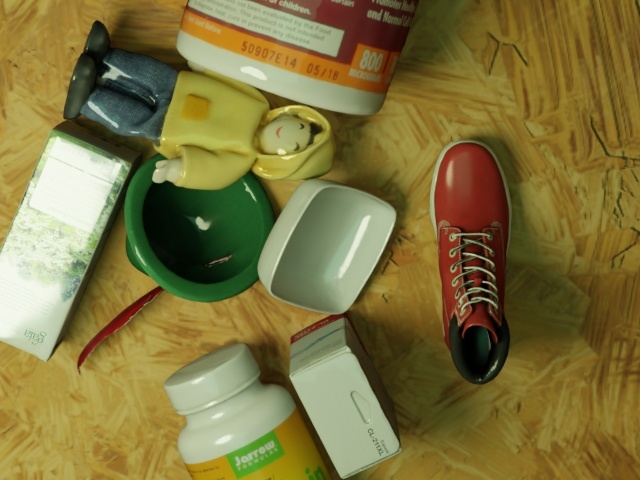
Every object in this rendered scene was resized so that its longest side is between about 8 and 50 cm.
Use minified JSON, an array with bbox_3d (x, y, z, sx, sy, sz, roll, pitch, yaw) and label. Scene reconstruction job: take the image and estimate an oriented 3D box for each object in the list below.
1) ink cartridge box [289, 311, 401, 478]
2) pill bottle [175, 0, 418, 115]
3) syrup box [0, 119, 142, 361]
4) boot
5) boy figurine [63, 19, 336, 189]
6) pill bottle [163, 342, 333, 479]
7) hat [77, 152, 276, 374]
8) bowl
[{"bbox_3d":[0.024,0.160,1.859,0.072,0.175,0.127,-26,99,4],"label":"ink cartridge box"},{"bbox_3d":[0.016,-0.340,1.745,0.224,0.224,0.392,18,100,-3],"label":"pill bottle"},{"bbox_3d":[-0.282,0.000,1.870,0.093,0.096,0.236,24,100,-2],"label":"syrup box"},{"bbox_3d":[0.163,0.020,1.834,0.088,0.176,0.244,-3,99,2],"label":"boot"},{"bbox_3d":[-0.122,-0.122,1.822,0.285,0.177,0.092,21,143,-1],"label":"boy figurine"},{"bbox_3d":[-0.071,0.241,1.893,0.136,0.136,0.245,-25,99,4],"label":"pill bottle"},{"bbox_3d":[-0.178,0.011,1.909,0.208,0.183,0.173,-24,86,-36],"label":"hat"},{"bbox_3d":[0.000,0.000,1.868,0.142,0.053,0.142,18,104,-47],"label":"bowl"}]
